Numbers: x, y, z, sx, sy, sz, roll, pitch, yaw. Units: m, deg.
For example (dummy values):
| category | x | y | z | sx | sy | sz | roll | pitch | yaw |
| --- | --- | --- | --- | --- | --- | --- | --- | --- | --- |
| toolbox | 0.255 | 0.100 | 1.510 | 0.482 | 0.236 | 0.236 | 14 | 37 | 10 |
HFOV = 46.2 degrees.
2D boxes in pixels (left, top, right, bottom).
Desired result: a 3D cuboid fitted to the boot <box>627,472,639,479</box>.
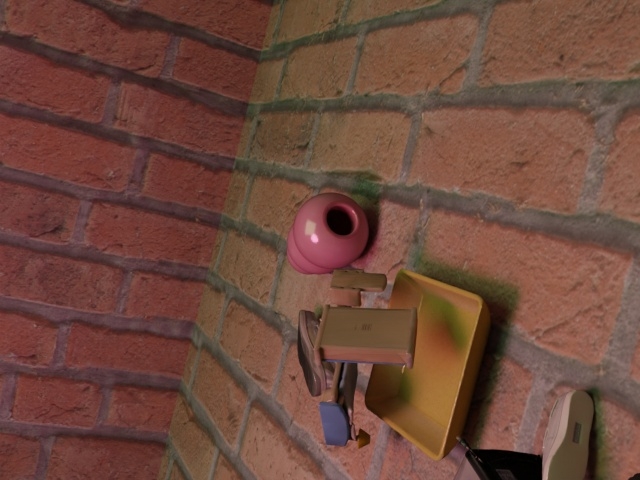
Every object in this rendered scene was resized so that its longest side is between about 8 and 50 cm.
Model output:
| category | x | y | z | sx | sy | sz | roll | pitch | yaw |
| --- | --- | --- | --- | --- | --- | --- | --- | --- | --- |
| boot | 0.469 | 0.484 | 0.949 | 0.223 | 0.118 | 0.338 | 9 | 90 | 60 |

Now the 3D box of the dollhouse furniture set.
| category | x | y | z | sx | sy | sz | roll | pitch | yaw |
| --- | --- | --- | --- | --- | --- | --- | --- | --- | --- |
| dollhouse furniture set | 0.117 | 0.269 | 1.659 | 0.286 | 0.198 | 0.303 | -74 | -19 | -51 |

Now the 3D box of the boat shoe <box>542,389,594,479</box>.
| category | x | y | z | sx | sy | sz | roll | pitch | yaw |
| --- | --- | --- | --- | --- | --- | --- | --- | --- | --- |
| boat shoe | 0.389 | 0.330 | 1.213 | 0.063 | 0.066 | 0.184 | 134 | 155 | -65 |

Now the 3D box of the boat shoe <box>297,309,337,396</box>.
| category | x | y | z | sx | sy | sz | roll | pitch | yaw |
| --- | --- | --- | --- | --- | --- | --- | --- | --- | --- |
| boat shoe | -0.003 | 0.304 | 2.063 | 0.320 | 0.103 | 0.118 | -113 | 23 | -60 |

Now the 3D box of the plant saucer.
| category | x | y | z | sx | sy | sz | roll | pitch | yaw |
| --- | --- | --- | --- | --- | --- | --- | --- | --- | --- |
| plant saucer | 0.235 | 0.251 | 1.585 | 0.333 | 0.081 | 0.332 | 20 | 96 | 65 |

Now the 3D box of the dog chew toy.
| category | x | y | z | sx | sy | sz | roll | pitch | yaw |
| --- | --- | --- | --- | --- | --- | --- | --- | --- | --- |
| dog chew toy | 0.000 | 0.000 | 2.077 | 0.332 | 0.207 | 0.206 | 137 | 139 | -62 |

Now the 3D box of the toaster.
| category | x | y | z | sx | sy | sz | roll | pitch | yaw |
| --- | --- | --- | --- | --- | --- | --- | --- | --- | --- |
| toaster | 0.313 | 0.427 | 1.229 | 0.110 | 0.168 | 0.185 | -68 | 27 | 20 |
